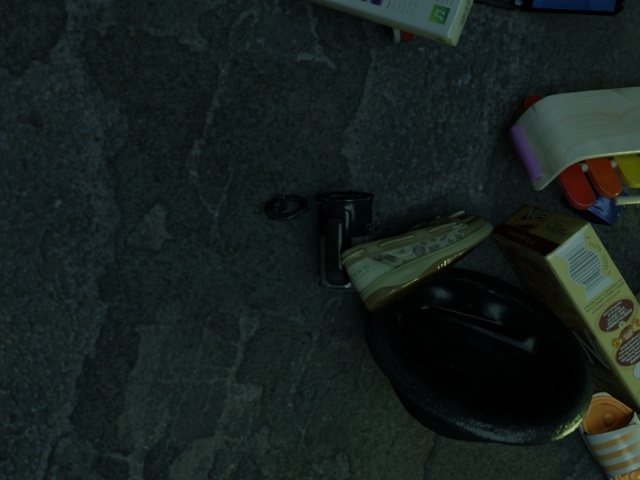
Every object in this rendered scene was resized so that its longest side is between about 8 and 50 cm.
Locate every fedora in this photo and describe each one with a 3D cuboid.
[{"bbox_3d":[0.216,0.193,1.163,0.334,0.334,0.152,1,134,-13],"label":"fedora"}]

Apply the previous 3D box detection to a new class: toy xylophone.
[{"bbox_3d":[0.446,-0.131,1.158,0.323,0.081,0.236,-1,58,-13],"label":"toy xylophone"}]

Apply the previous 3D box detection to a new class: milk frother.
[{"bbox_3d":[0.000,0.000,1.148,0.143,0.129,0.134,6,103,30],"label":"milk frother"}]

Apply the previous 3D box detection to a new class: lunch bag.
[{"bbox_3d":[0.428,-0.067,1.219,0.067,0.098,0.065,31,91,-11],"label":"lunch bag"}]

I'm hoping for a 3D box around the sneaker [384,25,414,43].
[{"bbox_3d":[0.142,-0.408,1.075,0.118,0.107,0.279,6,100,-3],"label":"sneaker"}]

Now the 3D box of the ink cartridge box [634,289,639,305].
[{"bbox_3d":[0.617,0.144,1.241,0.158,0.218,0.092,41,95,-17],"label":"ink cartridge box"}]

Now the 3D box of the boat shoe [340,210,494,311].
[{"bbox_3d":[0.147,0.008,1.127,0.285,0.104,0.089,-23,73,-46],"label":"boat shoe"}]

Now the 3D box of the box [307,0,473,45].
[{"bbox_3d":[0.062,-0.405,1.007,0.322,0.058,0.232,23,96,17],"label":"box"}]

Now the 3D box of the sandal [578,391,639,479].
[{"bbox_3d":[0.525,0.375,1.322,0.102,0.076,0.265,-28,94,-4],"label":"sandal"}]

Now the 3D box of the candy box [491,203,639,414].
[{"bbox_3d":[0.404,0.102,1.203,0.087,0.183,0.316,-37,106,-3],"label":"candy box"}]

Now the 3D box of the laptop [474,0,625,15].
[{"bbox_3d":[0.291,-0.447,1.094,0.264,0.136,0.234,8,98,-14],"label":"laptop"}]
